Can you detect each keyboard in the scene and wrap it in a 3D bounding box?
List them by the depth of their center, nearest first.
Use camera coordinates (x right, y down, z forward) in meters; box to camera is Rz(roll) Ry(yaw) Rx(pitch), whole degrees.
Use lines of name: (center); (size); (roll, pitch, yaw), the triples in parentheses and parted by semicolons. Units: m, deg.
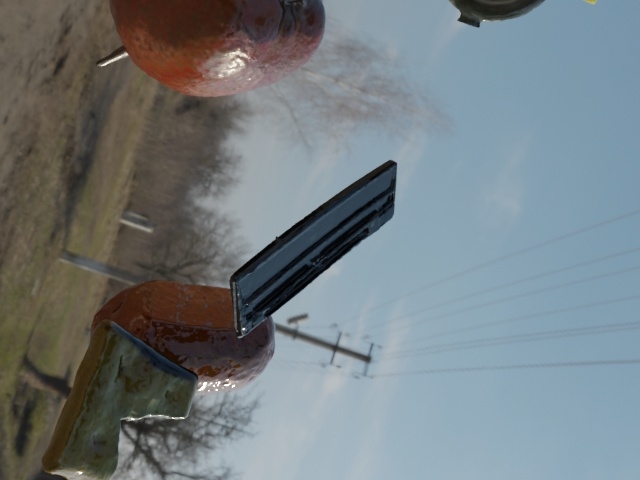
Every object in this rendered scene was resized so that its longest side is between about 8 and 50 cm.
keyboard: (0.000, 0.000, 0.778); (0.250, 0.017, 0.087); (-37, 141, -35)

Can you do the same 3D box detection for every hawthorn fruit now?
hawthorn fruit: (-0.128, -0.240, 0.786); (0.262, 0.210, 0.210); (-11, -128, 33)

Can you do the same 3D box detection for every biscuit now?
biscuit: (-0.225, 0.202, 0.885); (0.039, 0.174, 0.183); (-4, -126, 34)

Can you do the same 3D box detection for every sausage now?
sausage: (-0.188, 0.142, 1.085); (0.141, 0.268, 0.153); (-64, -144, 30)

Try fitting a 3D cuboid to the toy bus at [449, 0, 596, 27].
toy bus: (-0.005, -0.224, 0.351); (0.144, 0.330, 0.152); (-78, -169, -67)
